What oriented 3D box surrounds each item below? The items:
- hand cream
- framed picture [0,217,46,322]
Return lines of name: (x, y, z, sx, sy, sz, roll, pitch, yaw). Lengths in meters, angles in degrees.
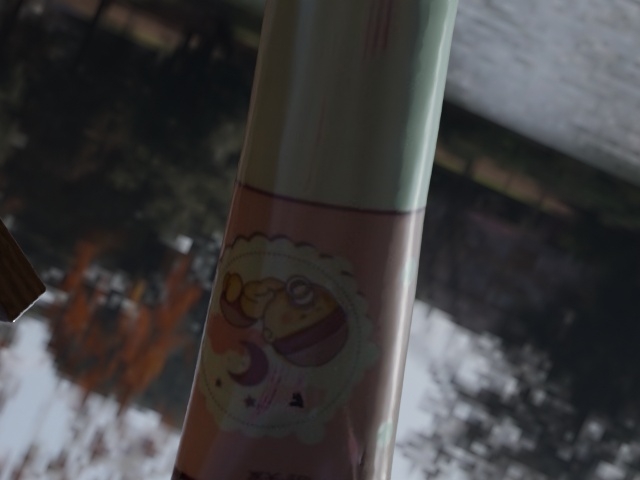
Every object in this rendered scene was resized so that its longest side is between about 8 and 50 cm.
hand cream: (0.000, 0.000, 0.623, 0.085, 0.331, 0.058, 8, -166, -9)
framed picture: (-0.192, -0.042, 0.799, 0.128, 0.023, 0.168, 4, 131, 50)
